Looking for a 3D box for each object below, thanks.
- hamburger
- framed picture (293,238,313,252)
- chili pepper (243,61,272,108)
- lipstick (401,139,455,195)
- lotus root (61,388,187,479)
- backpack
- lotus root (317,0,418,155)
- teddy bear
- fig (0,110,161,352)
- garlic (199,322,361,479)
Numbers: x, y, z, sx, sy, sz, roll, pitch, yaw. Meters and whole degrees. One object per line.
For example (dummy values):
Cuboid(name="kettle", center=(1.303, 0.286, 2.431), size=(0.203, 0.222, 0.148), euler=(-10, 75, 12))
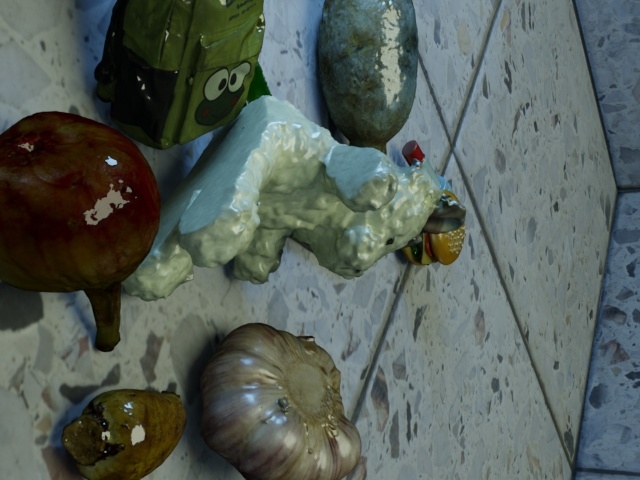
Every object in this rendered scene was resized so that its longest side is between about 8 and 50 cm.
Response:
Cuboid(name="hamburger", center=(0.215, -0.025, 1.736), size=(0.162, 0.115, 0.162), euler=(6, 83, -59))
Cuboid(name="framed picture", center=(-0.006, -0.072, 1.450), size=(0.250, 0.016, 0.184), euler=(32, 60, -55))
Cuboid(name="chili pepper", center=(-0.106, -0.214, 1.244), size=(0.108, 0.062, 0.216), euler=(-33, 116, -64))
Cuboid(name="lipstick", center=(0.224, -0.110, 1.808), size=(0.274, 0.068, 0.061), euler=(51, 51, -48))
Cuboid(name="lotus root", center=(-0.200, 0.211, 1.007), size=(0.108, 0.094, 0.191), euler=(-60, 159, 13))
Cuboid(name="backpack", center=(-0.151, -0.240, 1.029), size=(0.207, 0.140, 0.253), euler=(-43, 156, -54))
Cuboid(name="lotus root", center=(0.083, -0.297, 1.485), size=(0.175, 0.175, 0.349), euler=(-10, 98, -61))
Cuboid(name="teddy bear", center=(0.000, 0.000, 1.140), size=(0.362, 0.327, 0.375), euler=(42, 44, -22))
Cuboid(name="fig", center=(-0.258, -0.008, 0.907), size=(0.290, 0.191, 0.190), euler=(111, -7, -64))
Cuboid(name="garlic", center=(-0.062, 0.234, 1.187), size=(0.245, 0.160, 0.245), euler=(32, 33, -24))
